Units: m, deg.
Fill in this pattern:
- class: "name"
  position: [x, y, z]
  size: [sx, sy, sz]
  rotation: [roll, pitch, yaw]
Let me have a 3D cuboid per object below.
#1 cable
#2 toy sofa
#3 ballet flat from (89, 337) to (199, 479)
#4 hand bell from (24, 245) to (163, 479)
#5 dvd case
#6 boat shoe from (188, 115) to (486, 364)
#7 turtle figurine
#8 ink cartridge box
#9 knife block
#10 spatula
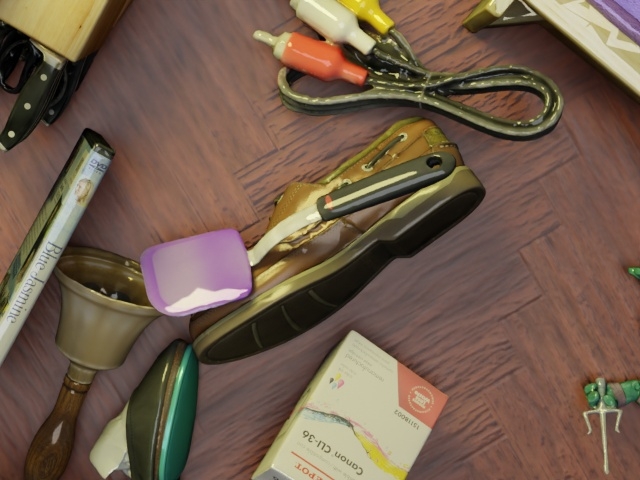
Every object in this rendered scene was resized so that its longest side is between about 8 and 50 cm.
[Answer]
- class: "cable"
  position: [0.072, -0.150, 1.243]
  size: [0.287, 0.072, 0.139]
  rotation: [27, 77, 18]
- class: "toy sofa"
  position: [0.323, -0.164, 1.252]
  size: [0.362, 0.150, 0.177]
  rotation: [39, 92, -4]
- class: "ballet flat"
  position: [-0.166, 0.230, 1.285]
  size: [0.096, 0.095, 0.280]
  rotation: [2, 93, 9]
- class: "hand bell"
  position: [-0.230, 0.140, 1.280]
  size: [0.126, 0.126, 0.242]
  rotation: [22, 103, -4]
- class: "dvd case"
  position: [-0.255, 0.019, 1.221]
  size: [0.022, 0.180, 0.253]
  rotation: [28, 92, -15]
- class: "boat shoe"
  position: [0.000, 0.000, 1.278]
  size: [0.307, 0.110, 0.104]
  rotation: [-32, 70, -4]
- class: "turtle figurine"
  position: [0.339, 0.144, 1.293]
  size: [0.175, 0.118, 0.234]
  rotation: [3, 92, 38]
- class: "ink cartridge box"
  position: [0.019, 0.198, 1.258]
  size: [0.115, 0.067, 0.198]
  rotation: [35, 62, -5]
- class: "knife block"
  position: [-0.222, -0.214, 1.185]
  size: [0.088, 0.275, 0.242]
  rotation: [30, 62, -4]
- class: "spatula"
  position: [-0.018, -0.012, 1.205]
  size: [0.296, 0.030, 0.084]
  rotation: [-24, 53, 11]
